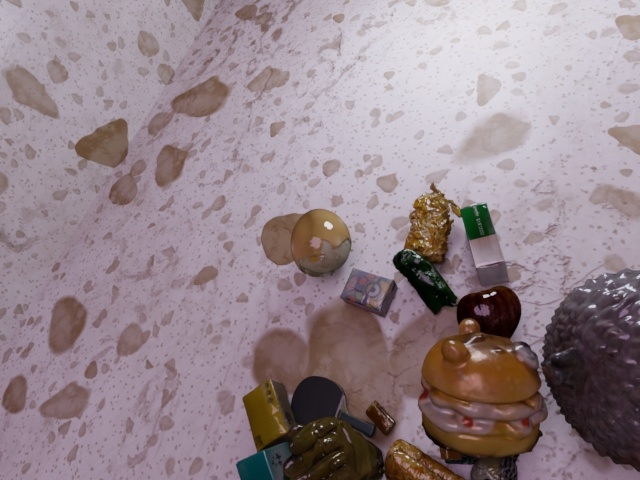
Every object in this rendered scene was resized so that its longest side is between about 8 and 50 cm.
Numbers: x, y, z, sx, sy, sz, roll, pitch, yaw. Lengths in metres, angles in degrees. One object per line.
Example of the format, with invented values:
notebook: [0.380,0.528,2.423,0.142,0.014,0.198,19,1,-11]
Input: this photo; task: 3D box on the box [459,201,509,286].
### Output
box: [0.458,0.011,1.162,0.081,0.135,0.199,-18,55,18]

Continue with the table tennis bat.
table tennis bat: [0.031,0.485,1.180,0.274,0.021,0.154,12,70,34]

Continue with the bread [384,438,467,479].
bread: [0.249,0.562,0.963,0.211,0.114,0.083,18,31,34]

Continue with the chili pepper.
chili pepper: [0.300,0.116,1.199,0.224,0.061,0.098,51,118,23]

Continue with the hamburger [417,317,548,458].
hamburger: [0.353,0.311,0.924,0.276,0.276,0.237,0,96,27]

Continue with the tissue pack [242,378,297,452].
tissue pack: [-0.149,0.513,1.212,0.120,0.082,0.169,-37,52,12]

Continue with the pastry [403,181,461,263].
pastry: [0.345,-0.049,1.272,0.154,0.102,0.250,1,65,40]

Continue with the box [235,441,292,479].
box: [-0.103,0.652,1.040,0.092,0.153,0.245,-30,66,9]

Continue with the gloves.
gloves: [0.041,0.498,0.971,0.141,0.331,0.154,-33,46,16]

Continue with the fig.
fig: [0.420,0.206,1.056,0.149,0.148,0.202,18,62,13]

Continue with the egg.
egg: [0.000,0.000,1.363,0.201,0.201,0.244,-23,46,14]

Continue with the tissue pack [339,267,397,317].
tissue pack: [0.148,0.158,1.283,0.148,0.060,0.109,17,70,33]

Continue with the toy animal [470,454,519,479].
toy animal: [0.406,0.523,0.924,0.137,0.098,0.098,-15,54,-8]

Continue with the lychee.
lychee: [0.639,0.236,0.787,0.432,0.380,0.380,0,60,0]

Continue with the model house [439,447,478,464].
model house: [0.330,0.477,0.978,0.100,0.100,0.088,-10,58,21]

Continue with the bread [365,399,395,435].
bread: [0.160,0.474,1.109,0.047,0.036,0.083,-48,50,-3]
